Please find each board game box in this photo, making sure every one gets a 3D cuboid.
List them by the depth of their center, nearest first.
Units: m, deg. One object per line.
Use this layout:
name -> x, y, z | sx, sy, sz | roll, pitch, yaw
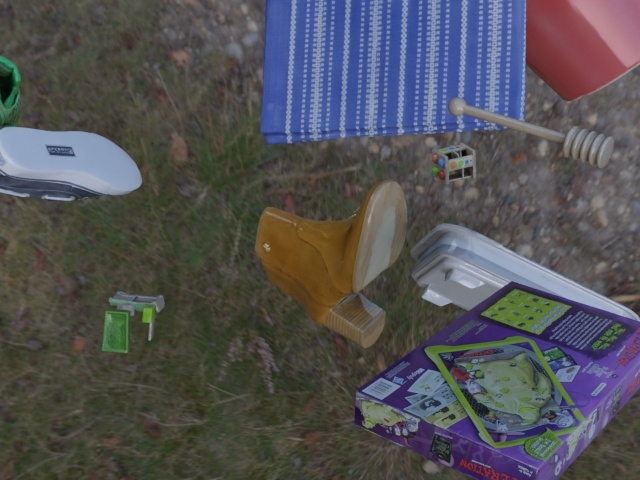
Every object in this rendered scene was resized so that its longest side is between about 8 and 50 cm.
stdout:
board game box -> 0.218, 0.147, 1.088 | 0.208, 0.347, 0.056 | 14, 116, 35

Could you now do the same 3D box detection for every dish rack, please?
dish rack -> 0.298, 0.095, 1.558 | 0.333, 0.285, 0.072 | 25, 76, -2

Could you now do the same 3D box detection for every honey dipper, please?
honey dipper -> 0.188, -0.105, 0.916 | 0.161, 0.030, 0.030 | 24, 81, 28

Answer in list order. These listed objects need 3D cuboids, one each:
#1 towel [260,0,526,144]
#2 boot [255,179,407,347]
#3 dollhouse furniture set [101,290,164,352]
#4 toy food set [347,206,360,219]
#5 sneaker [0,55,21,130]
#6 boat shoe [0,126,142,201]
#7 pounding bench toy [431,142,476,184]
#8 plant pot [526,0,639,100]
towel -> 0.081, -0.240, 1.193 | 0.336, 0.040, 0.243 | -1, 84, 23
boot -> 0.001, 0.000, 1.353 | 0.211, 0.295, 0.104 | 33, 49, 27
dollhouse furniture set -> -0.275, 0.117, 1.446 | 0.076, 0.151, 0.058 | 5, 97, 1
toy food set -> 0.090, -0.039, 1.594 | 0.083, 0.082, 0.020 | 8, 70, -25
sneaker -> -0.523, -0.238, 1.612 | 0.109, 0.295, 0.123 | 35, 101, -19
boat shoe -> -0.423, -0.109, 1.610 | 0.102, 0.301, 0.108 | -34, 72, 28
pounding bench toy -> 0.222, -0.138, 1.735 | 0.065, 0.083, 0.052 | -13, 116, -16
plant pot -> 0.355, -0.347, 1.388 | 0.275, 0.275, 0.243 | -38, 97, -4
